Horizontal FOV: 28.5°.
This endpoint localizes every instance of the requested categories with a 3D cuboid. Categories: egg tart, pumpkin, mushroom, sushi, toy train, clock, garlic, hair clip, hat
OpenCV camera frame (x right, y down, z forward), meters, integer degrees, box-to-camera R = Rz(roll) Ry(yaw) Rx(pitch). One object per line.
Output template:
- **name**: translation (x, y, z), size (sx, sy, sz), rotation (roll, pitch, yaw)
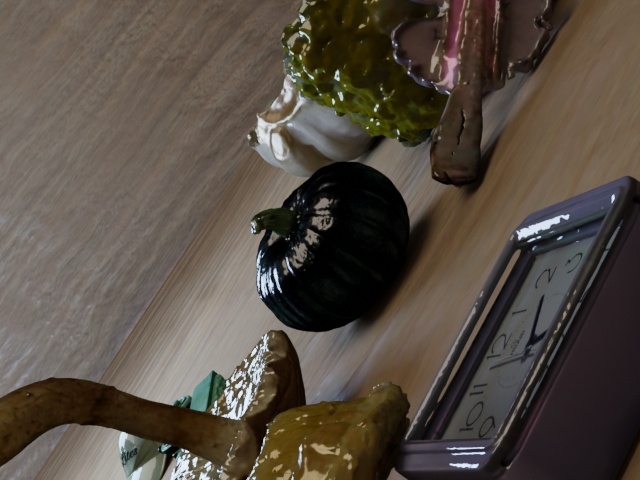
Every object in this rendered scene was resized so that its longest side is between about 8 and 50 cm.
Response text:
- **egg tart**: translation (-0.015, 0.194, 0.818), size (0.252, 0.098, 0.232), rotation (96, -165, -68)
- **pumpkin**: translation (0.011, 0.006, 1.339), size (0.194, 0.150, 0.194), rotation (-32, 9, 6)
- **mushroom**: translation (-0.140, 0.166, 1.153), size (0.208, 0.301, 0.233), rotation (13, 80, 44)
- **sushi**: translation (0.119, -0.323, 1.558), size (0.396, 0.240, 0.351), rotation (-62, 7, 6)
- **toy train**: translation (-0.142, 0.224, 1.545), size (0.099, 0.070, 0.172), rotation (-43, 13, 10)
- **clock**: translation (0.134, 0.068, 0.735), size (0.193, 0.073, 0.144), rotation (-59, 11, -19)
- **garlic**: translation (0.033, -0.211, 1.883), size (0.203, 0.185, 0.281), rotation (-26, -38, -52)
- **hair clip**: translation (0.153, -0.178, 1.329), size (0.069, 0.173, 0.300), rotation (75, -157, -63)
- **hat**: translation (-0.261, 0.310, 1.815), size (0.122, 0.081, 0.166), rotation (-47, 22, 49)
